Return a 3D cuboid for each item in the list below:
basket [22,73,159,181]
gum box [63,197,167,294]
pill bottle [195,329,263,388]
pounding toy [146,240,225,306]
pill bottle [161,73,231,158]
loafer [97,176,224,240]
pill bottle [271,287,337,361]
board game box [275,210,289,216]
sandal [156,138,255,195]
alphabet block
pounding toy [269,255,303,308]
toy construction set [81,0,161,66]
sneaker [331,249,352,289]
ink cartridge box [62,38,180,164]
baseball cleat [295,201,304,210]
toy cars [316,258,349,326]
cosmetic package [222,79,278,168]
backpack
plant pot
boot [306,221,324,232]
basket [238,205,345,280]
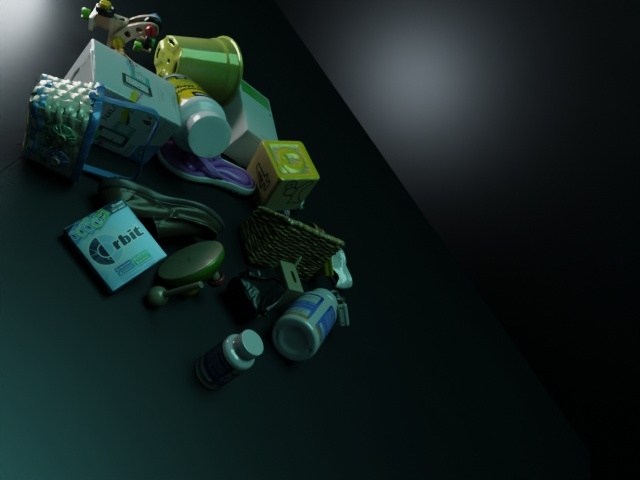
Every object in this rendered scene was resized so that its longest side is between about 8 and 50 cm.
[{"bbox_3d":[-0.580,-0.265,1.320,0.288,0.255,0.201,9,45,-30],"label":"basket"},{"bbox_3d":[-0.492,0.012,1.261,0.157,0.041,0.184,-38,90,-33],"label":"gum box"},{"bbox_3d":[-0.222,0.290,1.289,0.094,0.169,0.094,38,29,-26],"label":"pill bottle"},{"bbox_3d":[-0.332,0.107,1.383,0.237,0.182,0.110,-74,149,-59],"label":"pounding toy"},{"bbox_3d":[-0.419,-0.399,1.695,0.187,0.188,0.334,23,16,-46],"label":"pill bottle"},{"bbox_3d":[-0.440,-0.053,1.446,0.365,0.133,0.130,18,64,-35],"label":"loafer"},{"bbox_3d":[-0.037,0.254,1.661,0.152,0.152,0.272,52,25,-2],"label":"pill bottle"},{"bbox_3d":[-0.173,-0.166,2.100,0.169,0.033,0.133,59,27,12],"label":"board game box"},{"bbox_3d":[-0.378,-0.275,1.817,0.416,0.102,0.170,15,43,-49],"label":"sandal"},{"bbox_3d":[-0.151,-0.245,1.993,0.192,0.197,0.194,-8,61,-39],"label":"alphabet block"},{"bbox_3d":[-0.118,0.130,1.707,0.100,0.130,0.141,21,40,-47],"label":"pounding toy"},{"bbox_3d":[-0.674,-0.624,1.710,0.237,0.257,0.309,15,65,-26],"label":"toy construction set"},{"bbox_3d":[0.055,0.098,2.105,0.094,0.080,0.212,2,56,-44],"label":"sneaker"},{"bbox_3d":[-0.585,-0.394,1.521,0.270,0.198,0.197,22,40,-45],"label":"ink cartridge box"},{"bbox_3d":[-0.131,-0.206,2.201,0.109,0.072,0.206,18,35,-29],"label":"baseball cleat"},{"bbox_3d":[0.015,0.162,1.915,0.177,0.087,0.394,92,-16,-52],"label":"toy cars"},{"bbox_3d":[-0.301,-0.472,2.138,0.196,0.155,0.366,30,33,-43],"label":"cosmetic package"},{"bbox_3d":[-0.193,0.153,1.572,0.182,0.115,0.152,-23,90,-62],"label":"backpack"},{"bbox_3d":[-0.481,-0.666,2.003,0.253,0.276,0.276,-6,61,-48],"label":"plant pot"},{"bbox_3d":[0.000,0.000,2.153,0.084,0.059,0.158,30,32,-47],"label":"boot"},{"bbox_3d":[-0.099,-0.028,1.817,0.299,0.223,0.214,22,34,-42],"label":"basket"}]
